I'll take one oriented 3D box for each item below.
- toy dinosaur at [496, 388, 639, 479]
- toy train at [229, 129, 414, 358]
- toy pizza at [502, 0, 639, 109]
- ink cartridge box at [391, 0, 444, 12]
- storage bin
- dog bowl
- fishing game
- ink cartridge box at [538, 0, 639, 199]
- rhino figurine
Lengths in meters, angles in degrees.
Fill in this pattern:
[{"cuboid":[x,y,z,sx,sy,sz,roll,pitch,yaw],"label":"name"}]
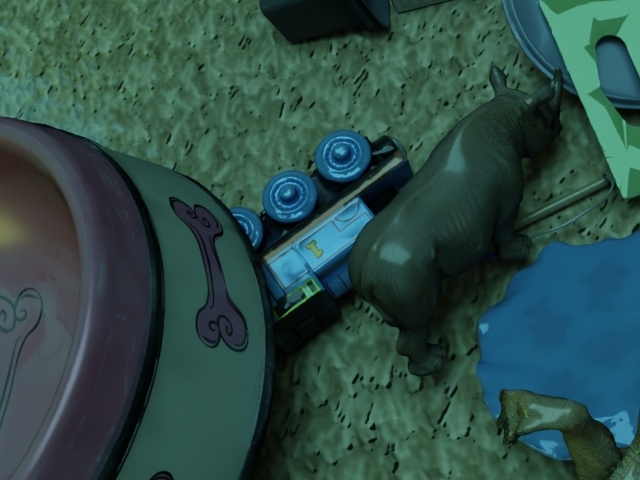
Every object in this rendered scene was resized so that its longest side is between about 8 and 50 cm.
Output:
[{"cuboid":[0.189,0.178,0.620,0.200,0.127,0.296,6,104,-8],"label":"toy dinosaur"},{"cuboid":[0.000,0.000,0.869,0.184,0.080,0.105,-36,67,-3],"label":"toy train"},{"cuboid":[0.235,-0.194,0.876,0.201,0.032,0.201,-1,82,5],"label":"toy pizza"},{"cuboid":[0.152,-0.260,0.962,0.207,0.046,0.097,-11,62,14],"label":"ink cartridge box"},{"cuboid":[-0.004,-0.235,0.984,0.091,0.098,0.135,-16,59,24],"label":"storage bin"},{"cuboid":[-0.239,0.096,0.800,0.408,0.150,0.408,-14,60,25],"label":"dog bowl"},{"cuboid":[0.194,0.066,0.774,0.189,0.041,0.264,-28,44,6],"label":"fishing game"},{"cuboid":[0.292,-0.148,0.813,0.235,0.056,0.171,-20,75,1],"label":"ink cartridge box"},{"cuboid":[0.105,-0.032,0.810,0.073,0.106,0.243,21,65,42],"label":"rhino figurine"}]
